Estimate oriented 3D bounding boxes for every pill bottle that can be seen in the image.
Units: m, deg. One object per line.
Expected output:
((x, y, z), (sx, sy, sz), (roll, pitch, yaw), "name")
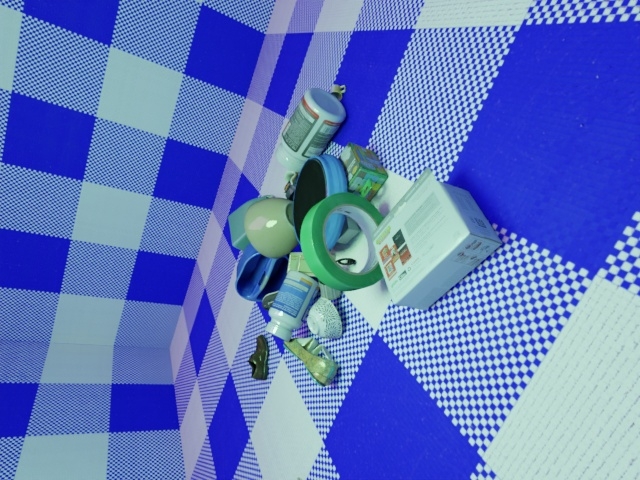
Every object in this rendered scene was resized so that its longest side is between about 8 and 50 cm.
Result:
((-0.123, 0.275, 1.692), (0.152, 0.152, 0.272), (-3, 56, 60), "pill bottle")
((-0.058, -0.503, 1.889), (0.363, 0.210, 0.210), (-49, 41, 40), "pill bottle")

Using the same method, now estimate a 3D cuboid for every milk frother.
((0.064, 0.140, 1.565), (0.129, 0.143, 0.134), (-74, -21, -51), "milk frother")

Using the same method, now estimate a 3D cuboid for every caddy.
((-0.286, 0.158, 2.010), (0.341, 0.241, 0.179), (-60, 29, 29), "caddy")

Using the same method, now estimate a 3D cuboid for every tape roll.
((0.090, 0.003, 1.329), (0.077, 0.321, 0.321), (-27, 57, 55), "tape roll")

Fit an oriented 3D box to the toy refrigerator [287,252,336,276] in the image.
((-0.048, 0.107, 1.762), (0.269, 0.094, 0.102), (-2, 78, 60), "toy refrigerator")

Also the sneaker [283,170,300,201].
((-0.105, -0.215, 1.952), (0.126, 0.127, 0.321), (-54, 39, 34), "sneaker")

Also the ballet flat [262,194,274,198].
((-0.343, -0.167, 2.392), (0.091, 0.077, 0.241), (49, 122, 54), "ballet flat")

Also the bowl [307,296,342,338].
((0.001, 0.310, 1.549), (0.170, 0.080, 0.170), (34, 133, 48), "bowl")

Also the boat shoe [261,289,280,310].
((-0.186, 0.296, 1.914), (0.335, 0.112, 0.095), (-35, 46, 46), "boat shoe")

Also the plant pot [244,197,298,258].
((-0.172, -0.080, 1.823), (0.191, 0.284, 0.284), (-25, 58, 40), "plant pot")

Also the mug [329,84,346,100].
((0.079, -0.694, 1.893), (0.062, 0.078, 0.064), (88, -174, -60), "mug")

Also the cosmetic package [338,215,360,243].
((0.091, -0.113, 1.637), (0.099, 0.060, 0.239), (-47, 42, 45), "cosmetic package")

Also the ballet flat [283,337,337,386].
((-0.036, 0.452, 1.613), (0.348, 0.123, 0.123), (24, 100, 61), "ballet flat")

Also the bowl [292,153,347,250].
((-0.016, -0.146, 1.595), (0.391, 0.077, 0.391), (-177, 90, -66), "bowl")

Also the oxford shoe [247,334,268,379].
((-0.316, 0.586, 2.047), (0.083, 0.096, 0.227), (-44, 42, 47), "oxford shoe")

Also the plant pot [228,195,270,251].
((-0.305, -0.084, 2.141), (0.252, 0.247, 0.248), (-43, 42, 21), "plant pot")

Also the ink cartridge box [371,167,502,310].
((0.305, -0.004, 1.155), (0.309, 0.130, 0.272), (-53, 36, 36), "ink cartridge box")

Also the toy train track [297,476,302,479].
((-0.072, 0.963, 1.566), (0.048, 0.014, 0.083), (-47, 47, 32), "toy train track")

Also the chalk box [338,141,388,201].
((0.153, -0.240, 1.509), (0.132, 0.132, 0.213), (-53, 39, 35), "chalk box")
